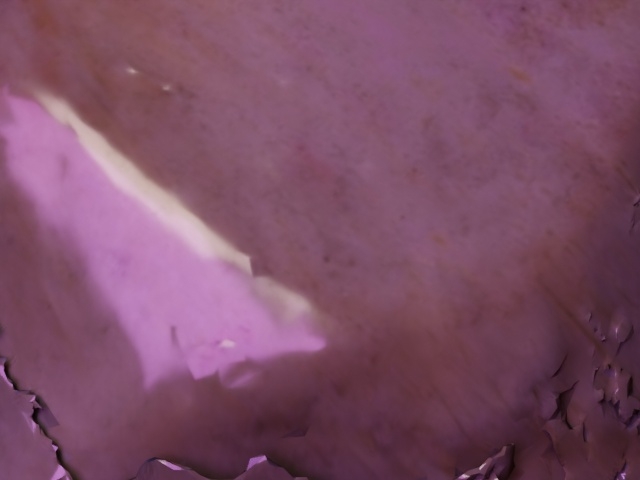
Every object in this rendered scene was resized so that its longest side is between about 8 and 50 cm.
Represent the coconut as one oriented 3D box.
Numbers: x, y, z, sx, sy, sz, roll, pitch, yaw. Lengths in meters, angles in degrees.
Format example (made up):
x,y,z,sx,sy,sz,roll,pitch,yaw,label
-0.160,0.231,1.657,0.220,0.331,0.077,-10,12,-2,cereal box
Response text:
x,y,z,sx,sy,sz,roll,pitch,yaw,label
0.000,0.000,0.565,0.352,0.352,0.353,-3,85,29,coconut
